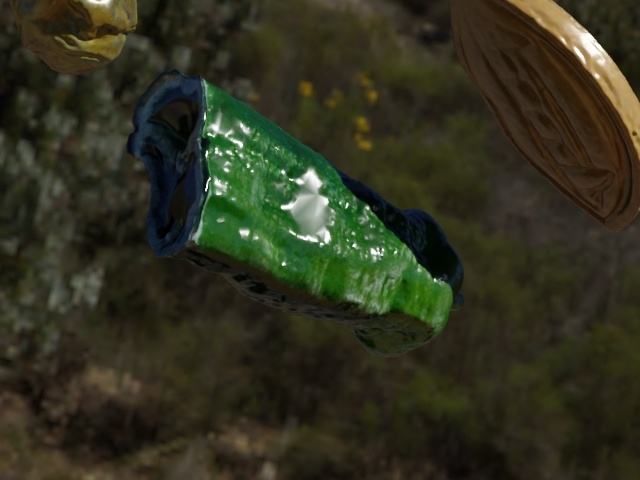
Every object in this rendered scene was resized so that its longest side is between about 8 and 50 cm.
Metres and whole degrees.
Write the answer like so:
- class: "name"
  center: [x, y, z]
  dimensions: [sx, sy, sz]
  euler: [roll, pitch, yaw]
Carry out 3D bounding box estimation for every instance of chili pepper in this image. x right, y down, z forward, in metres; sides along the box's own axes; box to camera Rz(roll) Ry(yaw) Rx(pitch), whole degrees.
- class: "chili pepper"
  center: [0.000, 0.000, 1.182]
  dimensions: [0.270, 0.099, 0.136]
  euler: [30, 20, -38]

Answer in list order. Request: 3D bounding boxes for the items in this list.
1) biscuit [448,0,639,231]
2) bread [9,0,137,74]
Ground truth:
- class: "biscuit"
  center: [0.155, -0.092, 1.200]
  dimensions: [0.142, 0.029, 0.220]
  euler: [12, -40, 56]
- class: "bread"
  center: [-0.253, -0.296, 1.771]
  dimensions: [0.130, 0.267, 0.152]
  euler: [-3, 18, 18]
